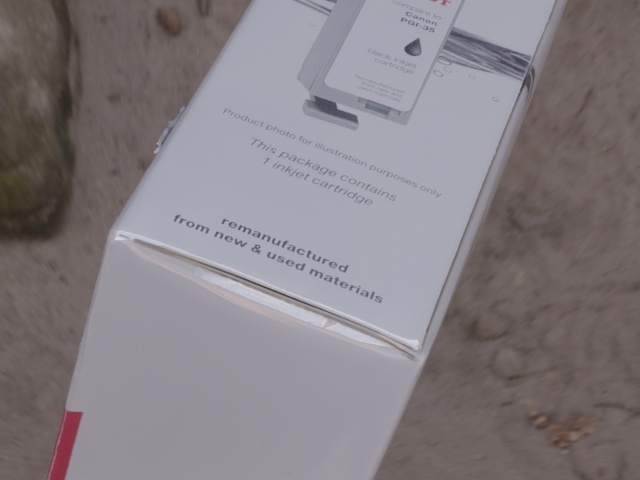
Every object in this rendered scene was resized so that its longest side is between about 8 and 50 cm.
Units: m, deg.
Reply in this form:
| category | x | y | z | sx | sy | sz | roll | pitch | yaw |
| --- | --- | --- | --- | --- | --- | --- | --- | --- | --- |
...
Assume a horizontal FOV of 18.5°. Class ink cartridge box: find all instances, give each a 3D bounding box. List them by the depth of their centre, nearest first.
| category | x | y | z | sx | sy | sz | roll | pitch | yaw |
| --- | --- | --- | --- | --- | --- | --- | --- | --- | --- |
| ink cartridge box | 0.000 | 0.000 | 0.803 | 0.117 | 0.207 | 0.283 | 22 | 43 | 3 |

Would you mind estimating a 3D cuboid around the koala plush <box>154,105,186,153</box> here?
| category | x | y | z | sx | sy | sz | roll | pitch | yaw |
| --- | --- | --- | --- | --- | --- | --- | --- | --- | --- |
| koala plush | -0.021 | -0.068 | 1.611 | 0.221 | 0.196 | 0.203 | -13 | 126 | -5 |
